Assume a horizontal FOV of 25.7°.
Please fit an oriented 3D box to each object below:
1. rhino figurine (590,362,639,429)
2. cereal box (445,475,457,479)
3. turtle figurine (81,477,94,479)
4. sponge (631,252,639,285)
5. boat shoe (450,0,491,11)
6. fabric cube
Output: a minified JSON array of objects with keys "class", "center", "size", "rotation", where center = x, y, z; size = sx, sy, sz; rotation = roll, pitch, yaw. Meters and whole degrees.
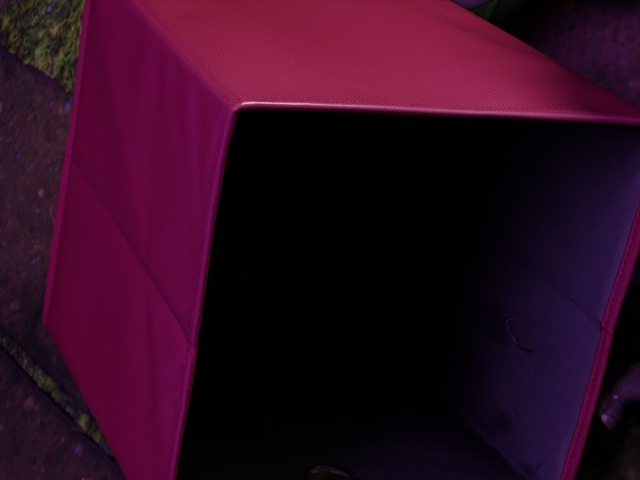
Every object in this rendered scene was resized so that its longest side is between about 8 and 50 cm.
[{"class":"rhino figurine","center":[0.240,0.146,0.727],"size":[0.106,0.073,0.243],"rotation":[-46,48,26]},{"class":"cereal box","center":[0.124,0.266,0.788],"size":[0.240,0.047,0.173],"rotation":[30,90,41]},{"class":"turtle figurine","center":[-0.078,0.190,1.008],"size":[0.234,0.118,0.175],"rotation":[-45,47,16]},{"class":"sponge","center":[0.258,-0.057,0.821],"size":[0.117,0.031,0.210],"rotation":[21,90,47]},{"class":"boat shoe","center":[0.164,-0.204,0.931],"size":[0.305,0.109,0.091],"rotation":[-10,108,31]},{"class":"fabric cube","center":[0.000,0.000,0.819],"size":[0.258,0.254,0.259],"rotation":[45,130,54]}]
